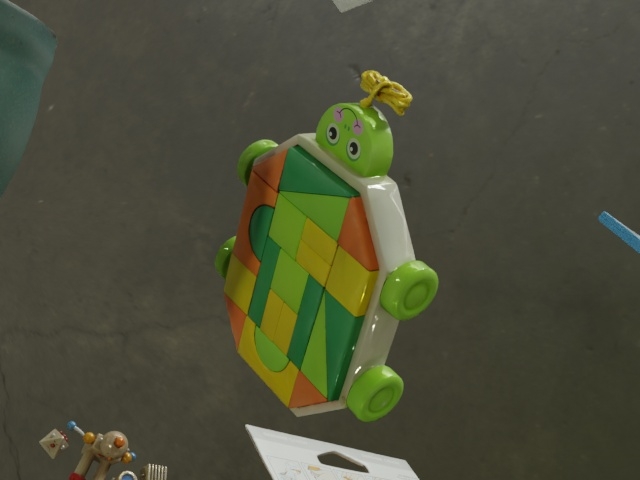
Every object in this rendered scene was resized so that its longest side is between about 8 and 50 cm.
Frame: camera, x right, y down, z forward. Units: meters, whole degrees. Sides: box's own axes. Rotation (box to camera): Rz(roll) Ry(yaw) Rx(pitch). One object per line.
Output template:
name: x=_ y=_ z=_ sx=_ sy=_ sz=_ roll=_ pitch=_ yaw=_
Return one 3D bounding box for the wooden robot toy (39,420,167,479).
wooden robot toy: x=-0.267 y=0.279 z=1.259 sx=0.173 sy=0.079 sz=0.076 roll=33 pitch=47 yaw=-20

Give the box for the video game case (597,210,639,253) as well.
video game case: x=0.417 y=0.027 z=1.191 sx=0.166 sy=0.119 sz=0.015 roll=25 pitch=108 yaw=-40

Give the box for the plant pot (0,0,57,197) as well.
plant pot: x=-0.328 y=-0.057 z=0.613 sx=0.293 sy=0.293 sz=0.196 roll=9 pitch=86 yaw=-20

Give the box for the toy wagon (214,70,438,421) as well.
toy wagon: x=0.000 y=0.000 z=0.962 sx=0.068 sy=0.267 sz=0.344 roll=-9 pitch=126 yaw=-38

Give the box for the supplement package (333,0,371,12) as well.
supplement package: x=0.083 y=-0.413 z=1.196 sx=0.134 sy=0.139 sz=0.244 roll=52 pitch=46 yaw=-29

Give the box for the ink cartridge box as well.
ink cartridge box: x=0.053 y=0.361 z=1.245 sx=0.296 sy=0.261 sz=0.066 roll=21 pitch=106 yaw=-35
